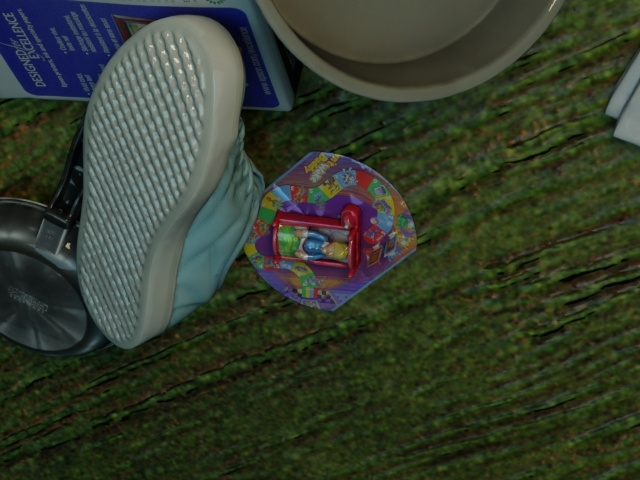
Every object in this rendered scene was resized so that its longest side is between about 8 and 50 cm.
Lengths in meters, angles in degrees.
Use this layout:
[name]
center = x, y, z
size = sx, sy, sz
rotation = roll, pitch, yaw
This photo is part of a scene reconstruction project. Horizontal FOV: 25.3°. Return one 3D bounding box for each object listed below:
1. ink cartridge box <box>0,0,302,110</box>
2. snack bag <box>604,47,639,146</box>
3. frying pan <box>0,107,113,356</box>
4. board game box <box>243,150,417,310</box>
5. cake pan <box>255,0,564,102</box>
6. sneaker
[ink cartridge box]
center = -0.191, -0.210, 1.119
size = 0.307, 0.072, 0.304
rotation = 5, 155, 14
[snack bag]
center = 0.419, -0.143, 1.042
size = 0.323, 0.037, 0.343
rotation = 23, 137, 1
[frying pan]
center = -0.232, 0.017, 1.337
size = 0.197, 0.053, 0.326
rotation = 44, 133, -17
[board game box]
center = 0.000, 0.000, 1.292
size = 0.133, 0.033, 0.168
rotation = 45, 121, -13
[cake pan]
center = 0.064, -0.247, 1.021
size = 0.293, 0.054, 0.293
rotation = -8, 109, -24
[sneaker]
center = -0.111, -0.063, 1.213
size = 0.135, 0.150, 0.366
rotation = 46, 141, 17
